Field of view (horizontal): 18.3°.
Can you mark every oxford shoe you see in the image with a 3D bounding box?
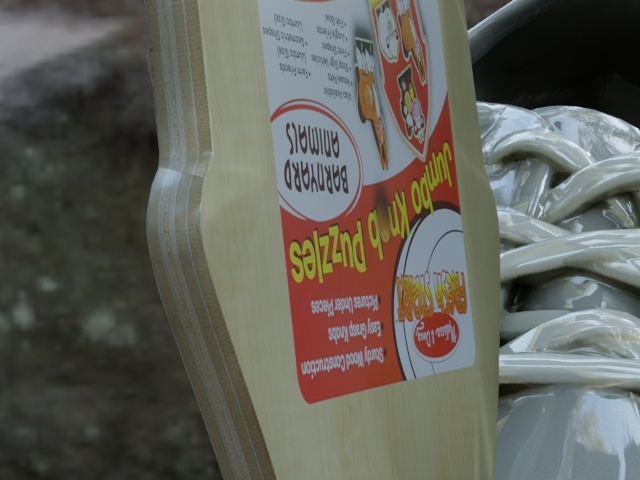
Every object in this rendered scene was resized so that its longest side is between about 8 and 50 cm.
[{"bbox_3d":[0.068,0.045,0.560,0.169,0.130,0.449,7,33,9],"label":"oxford shoe"}]

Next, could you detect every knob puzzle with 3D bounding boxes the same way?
[{"bbox_3d":[0.000,0.000,0.398,0.030,0.213,0.213,-7,-3,18],"label":"knob puzzle"}]
